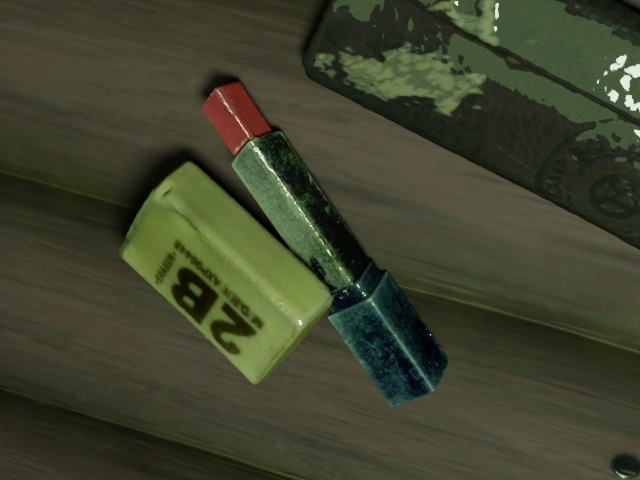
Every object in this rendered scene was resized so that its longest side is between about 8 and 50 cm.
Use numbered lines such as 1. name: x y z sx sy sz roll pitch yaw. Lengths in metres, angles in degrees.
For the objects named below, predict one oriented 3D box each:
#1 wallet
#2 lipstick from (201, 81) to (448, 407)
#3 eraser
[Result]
1. wallet: 0.152 -0.119 0.988 0.321 0.044 0.170 27 126 3
2. lipstick: 0.000 0.000 1.110 0.051 0.051 0.312 -25 106 35
3. eraser: -0.083 0.029 1.118 0.172 0.058 0.117 44 140 5
